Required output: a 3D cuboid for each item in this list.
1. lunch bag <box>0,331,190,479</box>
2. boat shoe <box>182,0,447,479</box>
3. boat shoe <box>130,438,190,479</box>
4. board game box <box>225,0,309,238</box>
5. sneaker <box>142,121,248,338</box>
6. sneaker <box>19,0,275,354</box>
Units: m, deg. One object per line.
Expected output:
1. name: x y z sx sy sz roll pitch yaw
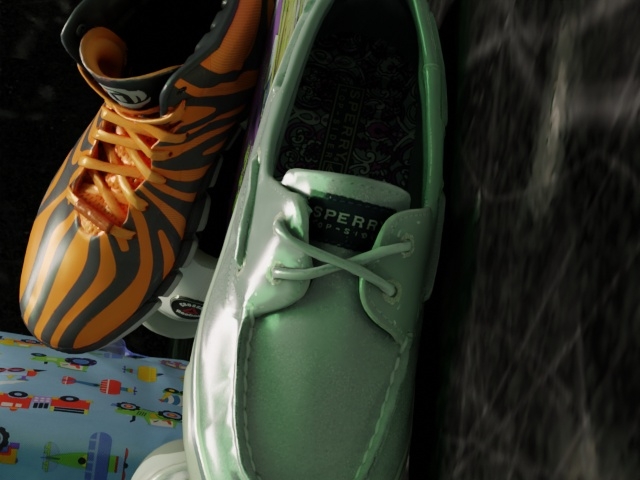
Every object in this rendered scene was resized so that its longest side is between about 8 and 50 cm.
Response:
1. lunch bag: -0.173 0.141 1.054 0.293 0.221 0.138 -101 21 -68
2. boat shoe: 0.001 0.000 0.467 0.081 0.079 0.227 103 175 -60
3. boat shoe: -0.095 0.268 0.758 0.103 0.118 0.320 -90 18 -71
4. board game box: -0.010 -0.070 0.764 0.347 0.056 0.208 107 165 -45
5. sneaker: -0.075 -0.099 1.074 0.146 0.122 0.330 138 137 -60
6. sneaker: -0.130 -0.070 0.895 0.321 0.125 0.180 -61 -14 5
